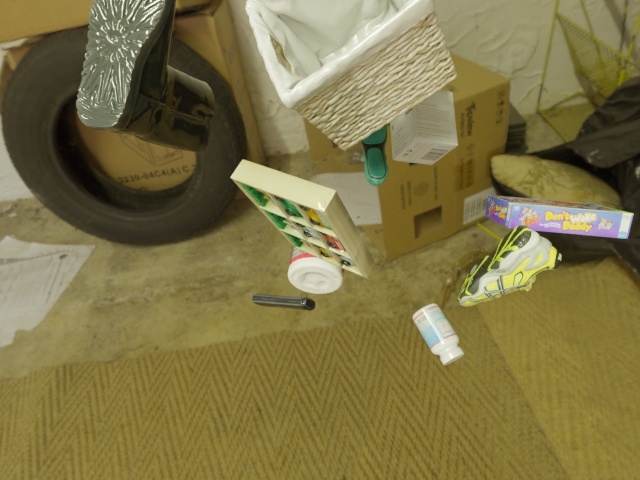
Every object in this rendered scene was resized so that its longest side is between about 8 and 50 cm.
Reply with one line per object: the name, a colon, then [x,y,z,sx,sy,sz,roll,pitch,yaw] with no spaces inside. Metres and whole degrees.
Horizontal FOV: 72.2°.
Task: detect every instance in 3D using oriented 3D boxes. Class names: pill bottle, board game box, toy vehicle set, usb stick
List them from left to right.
usb stick: [-0.141,0.226,1.625,0.278,0.077,0.045,-2,67,40]
toy vehicle set: [-0.016,-0.026,0.724,0.166,0.267,0.035,22,75,27]
pill bottle: [0.000,0.000,1.445,0.177,0.176,0.318,-1,51,12]
pill bottle: [0.338,0.267,1.252,0.087,0.087,0.160,-21,61,-10]
board game box: [0.738,-0.081,1.395,0.348,0.078,0.233,5,12,2]

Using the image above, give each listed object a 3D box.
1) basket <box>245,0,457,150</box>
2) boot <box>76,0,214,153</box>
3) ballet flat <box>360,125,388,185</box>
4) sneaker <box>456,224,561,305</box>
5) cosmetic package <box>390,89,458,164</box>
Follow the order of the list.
basket: [0.070,-0.436,0.943,0.331,0.266,0.328,-31,62,21]
boot: [-0.354,-0.403,1.054,0.146,0.366,0.445,26,8,8]
ballet flat: [0.161,-0.274,1.341,0.083,0.087,0.247,1,69,-1]
sneaker: [0.540,0.116,1.304,0.147,0.384,0.145,31,57,3]
cosmetic package: [0.318,-0.356,1.375,0.152,0.151,0.183,3,74,-17]
